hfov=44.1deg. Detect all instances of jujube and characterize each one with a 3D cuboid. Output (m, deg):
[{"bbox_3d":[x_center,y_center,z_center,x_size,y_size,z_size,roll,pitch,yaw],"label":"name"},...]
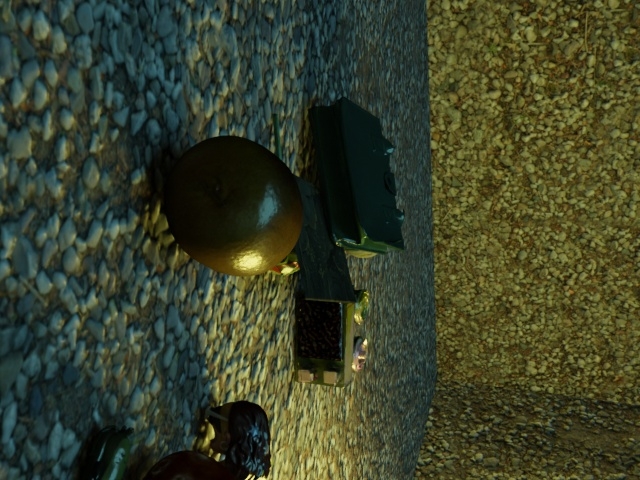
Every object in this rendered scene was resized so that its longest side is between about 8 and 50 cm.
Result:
[{"bbox_3d":[-0.201,0.407,1.070,0.236,0.168,0.168,-60,154,-23],"label":"jujube"}]

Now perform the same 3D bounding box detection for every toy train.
[{"bbox_3d":[0.029,0.206,1.776,0.177,0.134,0.261,-21,114,-71],"label":"toy train"}]

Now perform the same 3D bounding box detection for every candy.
[{"bbox_3d":[-0.079,-0.087,1.482,0.083,0.091,0.306,165,-81,-73],"label":"candy"}]

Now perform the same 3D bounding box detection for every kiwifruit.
[{"bbox_3d":[-0.119,-0.046,1.131,0.234,0.196,0.196,19,76,-77],"label":"kiwifruit"}]

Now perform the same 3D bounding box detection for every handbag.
[{"bbox_3d":[0.090,-0.137,1.716,0.238,0.089,0.327,10,65,-57],"label":"handbag"},{"bbox_3d":[-0.266,0.281,0.974,0.072,0.047,0.111,63,38,-62],"label":"handbag"}]

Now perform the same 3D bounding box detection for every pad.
[{"bbox_3d":[0.000,0.000,1.546,0.367,0.007,0.248,20,57,-73],"label":"pad"}]

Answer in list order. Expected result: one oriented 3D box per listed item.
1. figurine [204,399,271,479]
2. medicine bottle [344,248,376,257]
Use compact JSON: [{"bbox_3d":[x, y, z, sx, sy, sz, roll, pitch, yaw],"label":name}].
[{"bbox_3d":[-0.143,0.382,1.288,0.175,0.115,0.240,45,52,-68],"label":"figurine"},{"bbox_3d":[0.078,-0.041,1.863,0.215,0.135,0.135,29,66,-66],"label":"medicine bottle"}]
